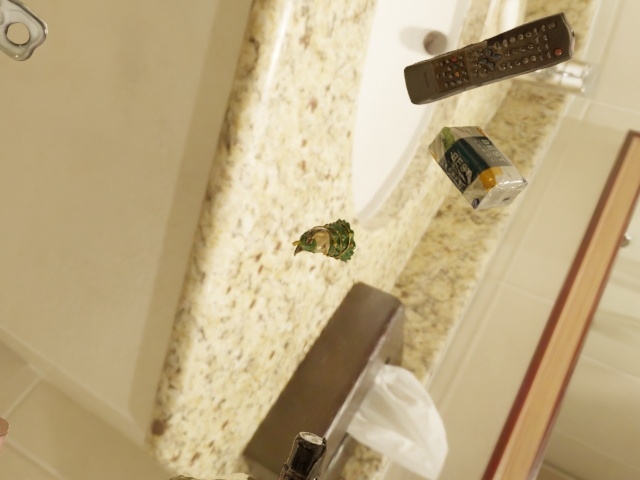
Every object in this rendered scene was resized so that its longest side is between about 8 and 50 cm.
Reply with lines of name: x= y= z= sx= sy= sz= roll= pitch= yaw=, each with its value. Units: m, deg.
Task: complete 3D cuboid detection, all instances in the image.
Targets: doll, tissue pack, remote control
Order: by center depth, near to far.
tissue pack: x=0.152 y=-0.072 z=0.594 sx=0.062 sy=0.083 sz=0.042 roll=-9 pitch=145 yaw=-38
remote control: x=0.198 y=-0.216 z=0.744 sx=0.028 sy=0.212 sz=0.059 roll=-19 pitch=98 yaw=-52
doll: x=0.002 y=-0.009 z=1.072 sx=0.078 sy=0.113 sz=0.076 roll=-46 pitch=-142 yaw=50

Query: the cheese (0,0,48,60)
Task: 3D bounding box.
cheese: x=-0.339 y=-0.268 z=0.503 sx=0.163 sy=0.249 sz=0.070 roll=-57 pitch=-156 yaw=27

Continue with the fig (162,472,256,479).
fig: x=-0.095 y=0.314 z=0.445 sx=0.239 sy=0.240 sz=0.270 roll=42 pitch=37 yaw=-66

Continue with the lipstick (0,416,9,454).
lipstick: x=-0.540 y=0.412 z=0.869 sx=0.087 sy=0.087 sz=0.326 roll=19 pitch=92 yaw=-67

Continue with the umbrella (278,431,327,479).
umbrella: x=-0.058 y=0.451 z=0.929 sx=0.094 sy=0.090 sz=0.325 roll=-165 pitch=-88 yaw=-88
